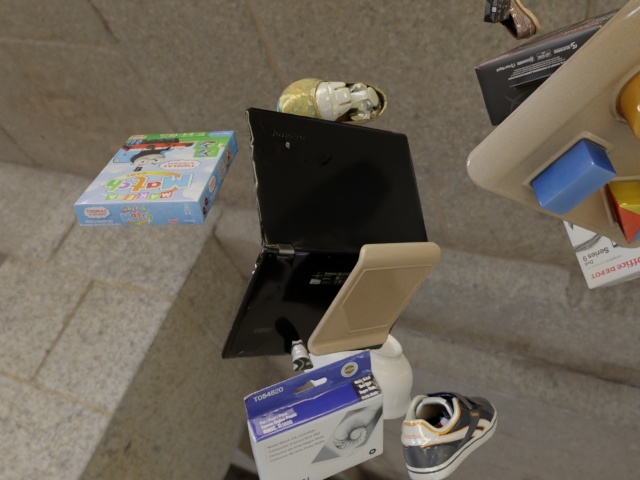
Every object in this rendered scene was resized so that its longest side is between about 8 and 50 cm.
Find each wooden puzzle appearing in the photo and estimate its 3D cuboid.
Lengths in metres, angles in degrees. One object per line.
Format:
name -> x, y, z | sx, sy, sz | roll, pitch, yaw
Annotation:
wooden puzzle -> 0.424, -0.114, 0.861 | 0.347, 0.081, 0.322 | 20, 136, -25
wooden puzzle -> 0.097, 0.102, 1.206 | 0.220, 0.239, 0.044 | -2, -143, -44

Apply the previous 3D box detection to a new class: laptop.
laptop -> 0.000, 0.000, 1.289 | 0.381, 0.236, 0.408 | 3, 125, -33

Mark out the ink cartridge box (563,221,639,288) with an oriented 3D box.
ink cartridge box -> 0.820, -0.032, 1.832 | 0.121, 0.289, 0.211 | -3, 160, -37

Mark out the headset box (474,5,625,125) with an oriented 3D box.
headset box -> 0.416, -0.294, 1.087 | 0.218, 0.293, 0.110 | -8, 109, 47

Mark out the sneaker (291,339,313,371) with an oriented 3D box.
sneaker -> -0.036, 0.224, 1.265 | 0.040, 0.044, 0.109 | -11, 153, -6

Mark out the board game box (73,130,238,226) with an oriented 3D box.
board game box -> -0.212, -0.088, 0.884 | 0.160, 0.212, 0.039 | -1, 123, 7

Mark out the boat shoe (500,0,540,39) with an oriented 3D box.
boat shoe -> 0.521, -0.631, 1.810 | 0.073, 0.207, 0.073 | -23, 145, -6

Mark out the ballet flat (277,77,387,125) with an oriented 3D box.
ballet flat -> 0.043, -0.310, 1.467 | 0.123, 0.123, 0.348 | 6, -168, 33

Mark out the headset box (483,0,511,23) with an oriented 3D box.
headset box -> 0.418, -0.548, 1.531 | 0.032, 0.083, 0.062 | 22, 127, 31

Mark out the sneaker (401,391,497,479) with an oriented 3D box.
sneaker -> 0.270, 0.364, 1.344 | 0.126, 0.321, 0.128 | -12, 94, 34

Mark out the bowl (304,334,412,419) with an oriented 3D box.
bowl -> 0.115, 0.300, 1.638 | 0.297, 0.134, 0.298 | 21, -163, -7

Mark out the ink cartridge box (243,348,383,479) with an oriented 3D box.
ink cartridge box -> -0.002, 0.303, 1.058 | 0.045, 0.223, 0.224 | -129, 27, -50
